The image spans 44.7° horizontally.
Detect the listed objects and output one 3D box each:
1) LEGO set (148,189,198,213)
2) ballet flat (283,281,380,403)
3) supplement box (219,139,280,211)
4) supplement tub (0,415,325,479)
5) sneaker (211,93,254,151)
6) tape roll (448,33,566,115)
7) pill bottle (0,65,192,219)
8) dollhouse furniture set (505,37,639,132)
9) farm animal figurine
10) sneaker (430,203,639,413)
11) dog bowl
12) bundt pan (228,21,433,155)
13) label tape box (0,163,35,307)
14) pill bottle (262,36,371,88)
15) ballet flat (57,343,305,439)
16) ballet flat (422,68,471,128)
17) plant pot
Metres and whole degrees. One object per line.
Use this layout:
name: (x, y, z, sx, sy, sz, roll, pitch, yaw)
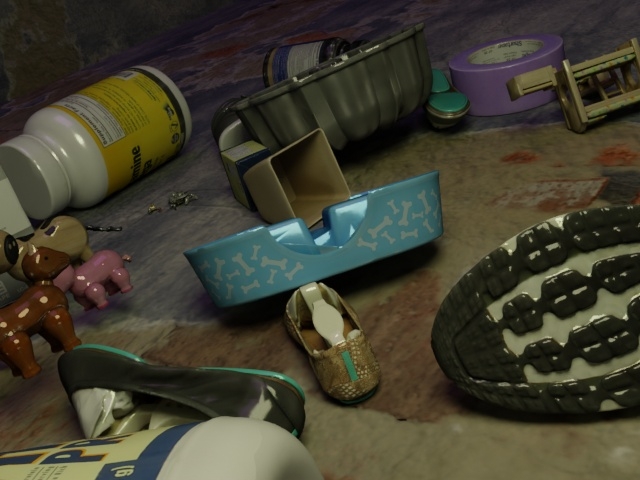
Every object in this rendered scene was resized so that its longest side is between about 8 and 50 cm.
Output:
LEGO set: (-0.244, -0.067, 1.271, 0.083, 0.023, 0.054, -21, 25, -11)
ballet flat: (0.005, 0.078, 0.758, 0.073, 0.067, 0.206, -23, 25, -11)
supplement box: (-0.104, -0.100, 1.181, 0.056, 0.083, 0.083, -24, 26, -17)
supplement tub: (-0.155, 0.219, 0.358, 0.325, 0.235, 0.235, -11, 25, 11)
sneaker: (-0.076, -0.247, 1.446, 0.296, 0.104, 0.147, -28, 32, -15)
tape roll: (0.315, -0.280, 1.309, 0.189, 0.080, 0.189, -13, 25, 6)
pill bottle: (-0.404, -0.175, 1.400, 0.188, 0.187, 0.334, 3, 31, 37)
dollhouse furniture set: (0.361, -0.203, 1.146, 0.182, 0.101, 0.161, -18, 0, -3)
farm animal figurine: (-0.391, 0.056, 0.877, 0.327, 0.172, 0.330, -27, 13, -6)
sneaker: (0.288, 0.029, 0.665, 0.411, 0.158, 0.182, -23, -9, -1)
dog bowl: (0.000, 0.000, 0.870, 0.298, 0.074, 0.166, -18, 3, -4)
bundt pan: (0.029, -0.220, 1.226, 0.331, 0.124, 0.331, -22, 14, 6)
label tape box: (-0.519, -0.099, 1.119, 0.115, 0.347, 0.249, -26, 26, -21)
pill bottle: (0.002, -0.349, 1.597, 0.219, 0.122, 0.123, -1, 29, 29)
ballet flat: (-0.147, 0.149, 0.681, 0.281, 0.095, 0.096, -1, 43, 31)
ballet flat: (0.199, -0.219, 1.270, 0.072, 0.068, 0.213, -6, 30, -1)
plant pot: (-0.042, -0.080, 1.088, 0.109, 0.109, 0.096, -36, 19, -36)
